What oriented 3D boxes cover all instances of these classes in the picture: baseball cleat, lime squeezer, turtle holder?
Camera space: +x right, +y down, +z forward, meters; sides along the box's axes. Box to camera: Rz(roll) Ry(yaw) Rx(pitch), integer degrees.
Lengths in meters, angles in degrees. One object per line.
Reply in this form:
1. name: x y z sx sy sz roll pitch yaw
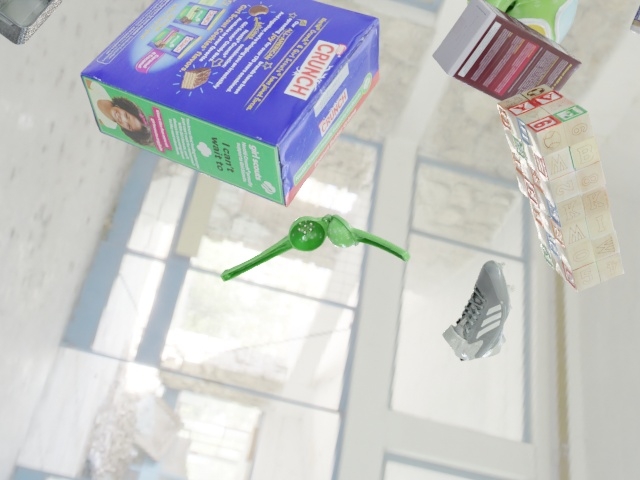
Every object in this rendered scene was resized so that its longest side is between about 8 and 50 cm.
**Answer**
1. baseball cleat: 0.251 0.125 1.394 0.072 0.109 0.206 -121 -162 -50
2. lime squeezer: 0.000 0.000 1.247 0.110 0.310 0.059 -44 121 -53
3. turtle holder: 0.436 -0.489 1.845 0.320 0.243 0.227 -86 162 -56

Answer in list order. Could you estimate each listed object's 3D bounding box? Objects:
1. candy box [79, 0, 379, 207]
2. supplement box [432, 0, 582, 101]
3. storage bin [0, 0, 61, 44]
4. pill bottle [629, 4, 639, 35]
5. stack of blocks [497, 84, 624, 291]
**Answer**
1. candy box: -0.114 -0.222 1.185 0.268 0.317 0.122 -54 154 -30
2. supplement box: 0.331 -0.319 1.530 0.130 0.239 0.073 -54 -143 25
3. storage bin: -0.663 -0.544 1.935 0.084 0.122 0.180 -30 -153 59
4. pill bottle: 0.609 -0.422 1.451 0.112 0.112 0.187 -91 -161 -69
5. stack of blocks: 0.393 -0.087 1.421 0.171 0.087 0.297 -113 -179 -65
